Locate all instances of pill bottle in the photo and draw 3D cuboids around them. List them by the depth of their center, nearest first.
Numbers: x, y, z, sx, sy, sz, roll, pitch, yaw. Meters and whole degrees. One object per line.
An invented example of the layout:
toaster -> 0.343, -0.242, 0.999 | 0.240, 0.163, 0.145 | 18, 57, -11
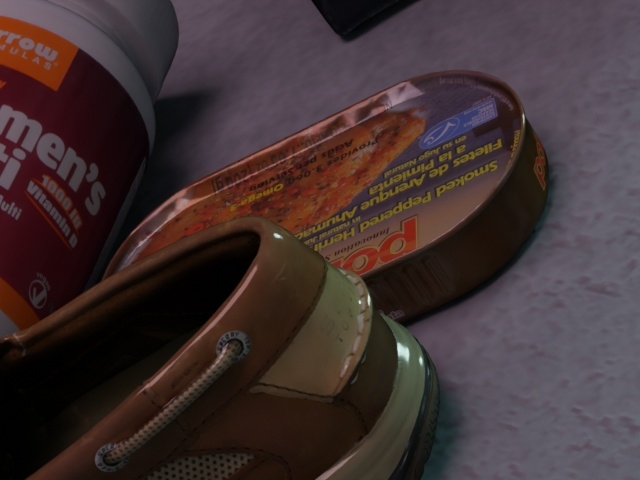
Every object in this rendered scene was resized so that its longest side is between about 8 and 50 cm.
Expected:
pill bottle -> -0.141, -0.028, 0.848 | 0.121, 0.121, 0.221 | -10, 43, 32

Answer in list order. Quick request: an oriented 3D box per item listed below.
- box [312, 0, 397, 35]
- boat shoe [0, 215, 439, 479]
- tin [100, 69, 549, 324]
box -> -0.035, -0.441, 0.935 | 0.297, 0.472, 0.480 | -32, 35, 7
boat shoe -> -0.121, 0.086, 0.698 | 0.324, 0.120, 0.122 | -29, 35, 9
tin -> 0.000, 0.000, 0.773 | 0.190, 0.040, 0.106 | -24, 32, 15
